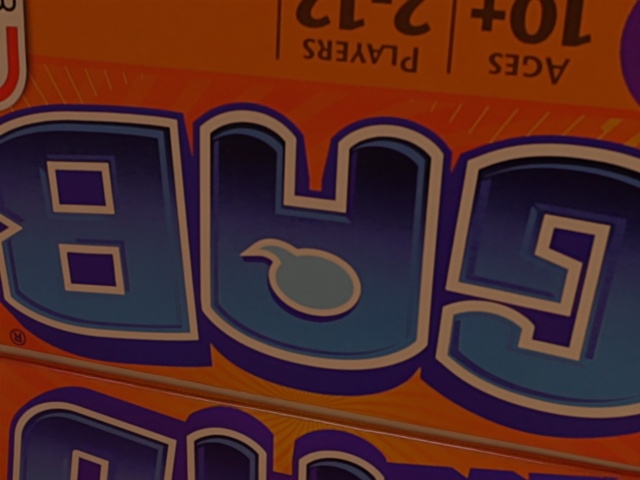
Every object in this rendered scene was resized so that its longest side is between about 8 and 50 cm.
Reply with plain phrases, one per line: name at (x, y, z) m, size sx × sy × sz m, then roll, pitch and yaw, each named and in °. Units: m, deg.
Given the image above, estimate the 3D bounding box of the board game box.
board game box at (0.049, 0.009, 0.521) m, size 0.356 × 0.356 × 0.356 m, roll 8°, pitch 21°, yaw 16°
